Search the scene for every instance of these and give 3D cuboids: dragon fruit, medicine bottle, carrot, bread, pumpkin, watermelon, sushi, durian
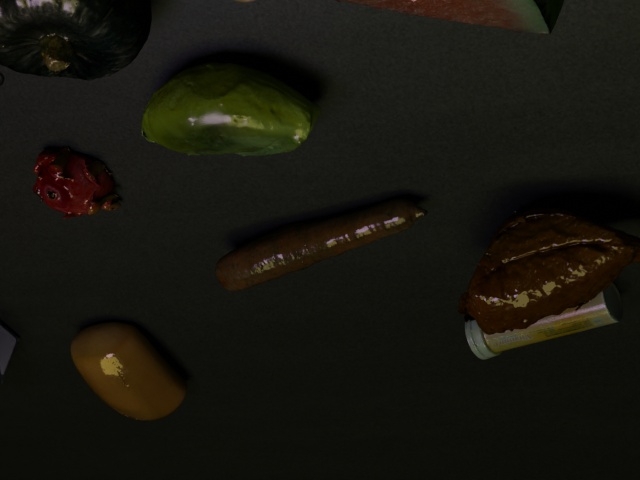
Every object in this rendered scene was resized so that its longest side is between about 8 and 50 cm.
[{"bbox_3d":[-0.350,-0.069,1.779,0.112,0.068,0.126,-1,140,20],"label":"dragon fruit"},{"bbox_3d":[0.314,0.110,1.796,0.218,0.074,0.074,-19,133,33],"label":"medicine bottle"},{"bbox_3d":[-0.001,0.000,1.762,0.342,0.070,0.070,-19,133,29],"label":"carrot"},{"bbox_3d":[-0.325,0.228,2.141,0.147,0.098,0.217,-14,137,28],"label":"bread"},{"bbox_3d":[-0.295,-0.261,1.436,0.212,0.152,0.211,11,149,7],"label":"pumpkin"},{"bbox_3d":[0.106,-0.299,1.296,0.257,0.139,0.193,1,147,32],"label":"watermelon"},{"bbox_3d":[0.295,0.023,1.639,0.287,0.149,0.140,-27,151,13],"label":"sushi"},{"bbox_3d":[-0.123,-0.150,1.568,0.250,0.101,0.139,0,142,19],"label":"durian"}]

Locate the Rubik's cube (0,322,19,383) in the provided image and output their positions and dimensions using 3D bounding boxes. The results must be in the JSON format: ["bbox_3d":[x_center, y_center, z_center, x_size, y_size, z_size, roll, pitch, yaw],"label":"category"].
[{"bbox_3d":[-0.666,0.204,2.126,0.205,0.207,0.205,-12,135,28],"label":"Rubik's cube"}]

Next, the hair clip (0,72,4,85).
[{"bbox_3d":[-0.498,-0.224,1.627,0.146,0.075,0.257,32,145,-29],"label":"hair clip"}]

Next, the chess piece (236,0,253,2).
[{"bbox_3d":[-0.065,-0.314,1.347,0.094,0.094,0.170,22,146,-11],"label":"chess piece"}]
